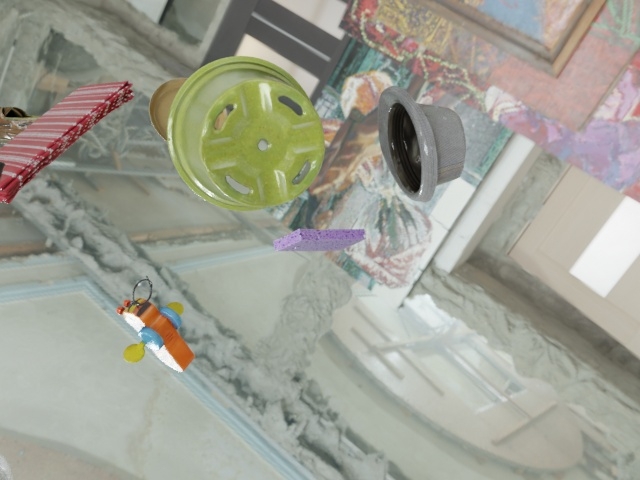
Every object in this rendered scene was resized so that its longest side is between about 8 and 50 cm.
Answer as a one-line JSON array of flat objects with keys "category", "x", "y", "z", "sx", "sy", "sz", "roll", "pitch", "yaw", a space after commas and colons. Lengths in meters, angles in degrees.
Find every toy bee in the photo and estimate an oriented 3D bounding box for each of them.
[{"category": "toy bee", "x": -0.439, "y": 0.204, "z": 1.475, "sx": 0.162, "sy": 0.299, "sz": 0.195, "roll": 9, "pitch": -157, "yaw": 34}]

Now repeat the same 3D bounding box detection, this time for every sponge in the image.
[{"category": "sponge", "x": 0.000, "y": 0.000, "z": 1.437, "sx": 0.210, "sy": 0.117, "sz": 0.031, "roll": -1, "pitch": -105, "yaw": -38}]

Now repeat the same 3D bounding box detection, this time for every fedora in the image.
[{"category": "fedora", "x": 0.228, "y": -0.213, "z": 1.227, "sx": 0.124, "sy": 0.244, "sz": 0.275, "roll": -13, "pitch": -146, "yaw": -9}]

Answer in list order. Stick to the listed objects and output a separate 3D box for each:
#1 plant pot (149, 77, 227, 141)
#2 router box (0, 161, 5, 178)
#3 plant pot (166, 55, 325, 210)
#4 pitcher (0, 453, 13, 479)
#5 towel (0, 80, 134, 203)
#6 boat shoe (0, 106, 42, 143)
[{"category": "plant pot", "x": -0.401, "y": -0.380, "z": 1.732, "sx": 0.236, "sy": 0.237, "sz": 0.032, "roll": 25, "pitch": 158, "yaw": -15}, {"category": "router box", "x": -0.323, "y": 0.023, "z": 0.459, "sx": 0.046, "sy": 0.133, "sz": 0.179, "roll": 29, "pitch": -149, "yaw": -33}, {"category": "plant pot", "x": -0.107, "y": -0.162, "z": 0.915, "sx": 0.276, "sy": 0.276, "sz": 0.254, "roll": 24, "pitch": -174, "yaw": -18}, {"category": "pitcher", "x": -0.465, "y": 0.336, "z": 0.735, "sx": 0.125, "sy": 0.207, "sz": 0.178, "roll": 19, "pitch": -143, "yaw": -35}, {"category": "towel", "x": -0.445, "y": -0.168, "z": 0.930, "sx": 0.198, "sy": 0.275, "sz": 0.031, "roll": 11, "pitch": 143, "yaw": 42}, {"category": "boat shoe", "x": -0.857, "y": -0.324, "z": 1.584, "sx": 0.307, "sy": 0.105, "sz": 0.111, "roll": 12, "pitch": -156, "yaw": 12}]
